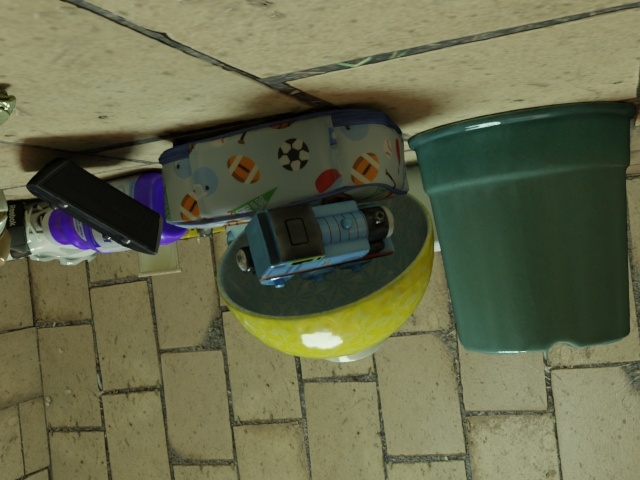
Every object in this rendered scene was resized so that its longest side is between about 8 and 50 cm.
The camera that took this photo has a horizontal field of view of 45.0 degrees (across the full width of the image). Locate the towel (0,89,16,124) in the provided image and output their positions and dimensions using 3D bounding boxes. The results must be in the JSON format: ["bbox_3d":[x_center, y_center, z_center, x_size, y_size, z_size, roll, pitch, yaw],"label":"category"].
[{"bbox_3d":[-0.322,-0.100,0.646,0.110,0.027,0.148,-5,178,-32],"label":"towel"}]

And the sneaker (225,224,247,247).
[{"bbox_3d":[-0.103,-0.017,1.456,0.127,0.208,0.319,-8,179,19],"label":"sneaker"}]

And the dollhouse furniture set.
[{"bbox_3d":[-0.420,0.009,2.016,0.212,0.161,0.242,-7,179,-8],"label":"dollhouse furniture set"}]

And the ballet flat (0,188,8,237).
[{"bbox_3d":[-0.466,-0.039,0.976,0.123,0.123,0.348,-7,179,5],"label":"ballet flat"}]

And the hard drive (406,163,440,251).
[{"bbox_3d":[0.214,-0.068,1.483,0.307,0.203,0.040,-7,142,38],"label":"hard drive"}]

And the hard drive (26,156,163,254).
[{"bbox_3d":[-0.287,-0.043,0.990,0.172,0.054,0.254,32,170,-19],"label":"hard drive"}]

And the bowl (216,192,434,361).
[{"bbox_3d":[0.023,0.066,1.027,0.289,0.156,0.289,-14,-149,9],"label":"bowl"}]

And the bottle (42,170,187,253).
[{"bbox_3d":[-0.345,-0.039,1.274,0.282,0.118,0.092,-7,180,34],"label":"bottle"}]

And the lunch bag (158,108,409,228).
[{"bbox_3d":[-0.045,-0.084,0.977,0.303,0.115,0.243,-8,-179,14],"label":"lunch bag"}]

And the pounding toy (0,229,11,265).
[{"bbox_3d":[-0.608,-0.003,1.231,0.269,0.154,0.155,-13,138,12],"label":"pounding toy"}]

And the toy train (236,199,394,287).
[{"bbox_3d":[0.000,0.000,0.859,0.184,0.080,0.105,-10,166,-23],"label":"toy train"}]

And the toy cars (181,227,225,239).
[{"bbox_3d":[-0.145,-0.072,1.728,0.393,0.087,0.176,-10,-176,-2],"label":"toy cars"}]

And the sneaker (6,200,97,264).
[{"bbox_3d":[-0.542,-0.026,1.412,0.330,0.123,0.146,-4,160,-40],"label":"sneaker"}]

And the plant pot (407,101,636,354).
[{"bbox_3d":[0.320,-0.010,1.183,0.340,0.334,0.341,-6,179,0],"label":"plant pot"}]
